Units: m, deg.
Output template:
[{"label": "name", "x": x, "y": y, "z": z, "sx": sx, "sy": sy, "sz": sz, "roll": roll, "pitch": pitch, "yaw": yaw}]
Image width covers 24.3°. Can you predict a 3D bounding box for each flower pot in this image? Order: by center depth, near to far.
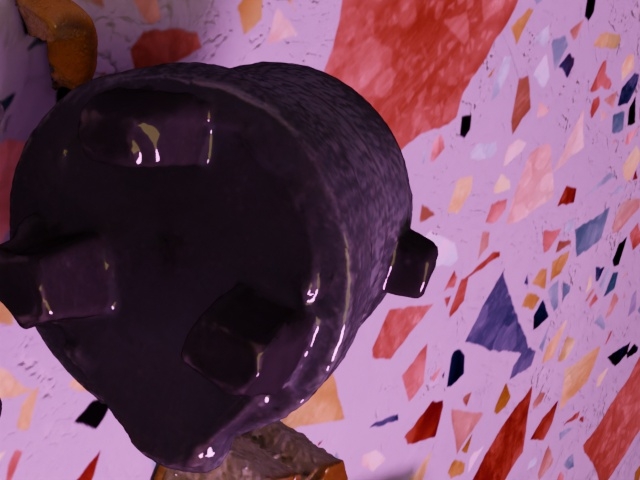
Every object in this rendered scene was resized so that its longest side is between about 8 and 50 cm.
[{"label": "flower pot", "x": -0.080, "y": 0.015, "z": 1.100, "sx": 0.283, "sy": 0.299, "sz": 0.299, "roll": -26, "pitch": 133, "yaw": -65}]

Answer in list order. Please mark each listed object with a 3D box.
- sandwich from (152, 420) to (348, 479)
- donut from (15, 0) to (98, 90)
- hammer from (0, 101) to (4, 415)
[{"label": "sandwich", "x": -0.053, "y": 0.245, "z": 1.500, "sx": 0.236, "sy": 0.122, "sz": 0.128, "roll": 2, "pitch": 114, "yaw": -60}, {"label": "donut", "x": -0.190, "y": -0.142, "z": 1.084, "sx": 0.067, "sy": 0.038, "sz": 0.083, "roll": -24, "pitch": 129, "yaw": -52}, {"label": "hammer", "x": -0.268, "y": 0.033, "z": 1.097, "sx": 0.111, "sy": 0.033, "sz": 0.287, "roll": -37, "pitch": 140, "yaw": -39}]
